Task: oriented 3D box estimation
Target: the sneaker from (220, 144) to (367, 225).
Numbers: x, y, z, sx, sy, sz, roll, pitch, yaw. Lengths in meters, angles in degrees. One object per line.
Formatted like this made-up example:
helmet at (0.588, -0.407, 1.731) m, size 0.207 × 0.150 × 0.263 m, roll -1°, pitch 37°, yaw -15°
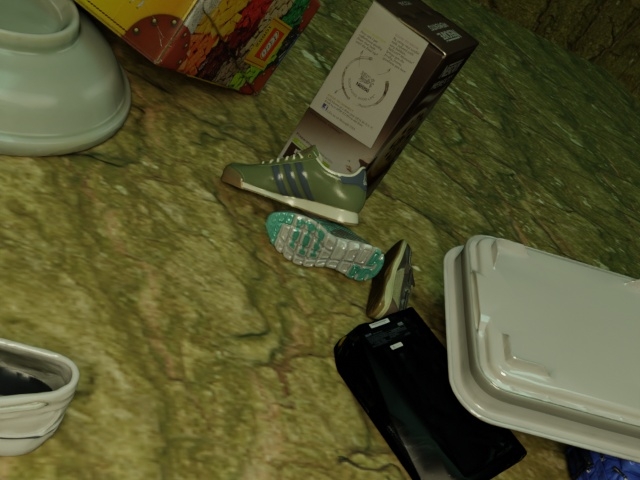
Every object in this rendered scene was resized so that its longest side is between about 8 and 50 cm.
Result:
sneaker at (-0.028, -0.087, 0.960) m, size 0.192 × 0.086 × 0.064 m, roll 19°, pitch 5°, yaw 6°

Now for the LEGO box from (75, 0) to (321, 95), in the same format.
LEGO box at (-0.284, -0.446, 1.050) m, size 0.500 × 0.193 × 0.372 m, roll 39°, pitch 13°, yaw 7°

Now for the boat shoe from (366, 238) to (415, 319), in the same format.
boat shoe at (0.099, 0.058, 0.966) m, size 0.049 × 0.056 × 0.152 m, roll 37°, pitch 41°, yaw -10°

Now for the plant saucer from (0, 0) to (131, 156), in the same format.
plant saucer at (-0.408, -0.265, 0.873) m, size 0.401 × 0.100 × 0.400 m, roll 24°, pitch 32°, yaw -17°

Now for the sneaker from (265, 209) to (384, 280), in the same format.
sneaker at (0.000, 0.000, 0.954) m, size 0.166 × 0.065 × 0.076 m, roll 24°, pitch 16°, yaw -23°

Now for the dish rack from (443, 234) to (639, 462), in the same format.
dish rack at (0.317, 0.116, 0.885) m, size 0.333 × 0.072 × 0.285 m, roll 15°, pitch 43°, yaw -7°

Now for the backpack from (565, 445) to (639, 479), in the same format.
backpack at (0.353, 0.282, 0.856) m, size 0.098 × 0.101 × 0.120 m, roll 20°, pitch 35°, yaw -5°

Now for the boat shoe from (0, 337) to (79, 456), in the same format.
boat shoe at (-0.299, 0.084, 0.506) m, size 0.258 × 0.084 × 0.095 m, roll 15°, pitch 38°, yaw -35°

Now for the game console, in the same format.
game console at (0.200, 0.159, 0.878) m, size 0.361 × 0.044 × 0.213 m, roll -13°, pitch 55°, yaw -38°

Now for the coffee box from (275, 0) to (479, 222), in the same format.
coffee box at (0.070, -0.179, 1.019) m, size 0.119 × 0.297 × 0.168 m, roll 40°, pitch 32°, yaw 9°
